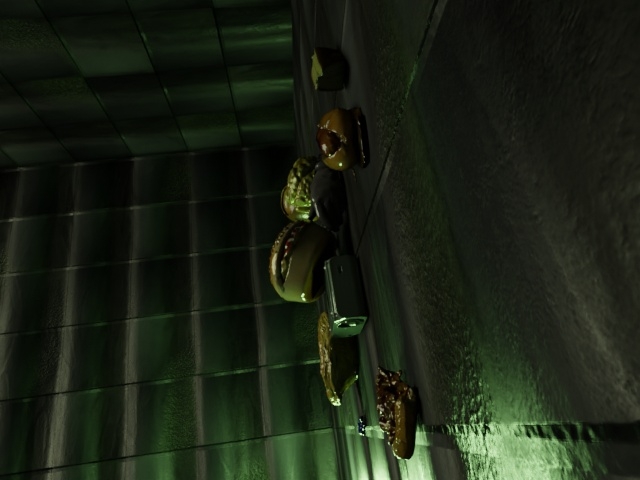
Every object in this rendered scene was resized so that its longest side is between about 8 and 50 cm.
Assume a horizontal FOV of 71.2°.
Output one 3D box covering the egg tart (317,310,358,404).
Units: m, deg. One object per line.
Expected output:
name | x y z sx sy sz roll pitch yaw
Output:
egg tart | 0.063 0.426 1.650 0.341 0.132 0.342 175 90 -86

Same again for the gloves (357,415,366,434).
gloves | 0.146 0.653 1.577 0.086 0.026 0.064 95 170 -67

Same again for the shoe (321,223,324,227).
shoe | 0.000 0.000 2.076 0.108 0.093 0.241 -123 29 -76

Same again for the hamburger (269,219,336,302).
hamburger | -0.063 0.067 1.531 0.300 0.176 0.300 15 -90 -71

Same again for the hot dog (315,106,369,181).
hot dog | 0.041 -0.253 1.187 0.326 0.107 0.194 173 90 -86

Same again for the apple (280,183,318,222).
apple | -0.090 -0.190 2.192 0.237 0.207 0.237 172 90 -83

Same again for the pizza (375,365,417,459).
pizza | 0.146 0.330 0.922 0.194 0.069 0.154 -113 16 -68

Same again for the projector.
projector | 0.069 0.184 1.406 0.250 0.108 0.198 94 168 -65

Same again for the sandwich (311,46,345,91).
sandwich | 0.024 -0.482 1.259 0.244 0.088 0.090 -97 12 -56

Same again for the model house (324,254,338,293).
model house | 0.046 0.143 1.729 0.164 0.141 0.203 59 -172 21

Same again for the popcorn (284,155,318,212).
popcorn | -0.045 -0.226 1.821 0.255 0.194 0.256 115 149 -62

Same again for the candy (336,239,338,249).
candy | -0.041 0.078 1.756 0.078 0.287 0.084 32 152 34

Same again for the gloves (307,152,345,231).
gloves | 0.017 -0.161 1.497 0.119 0.142 0.286 29 -131 -61
